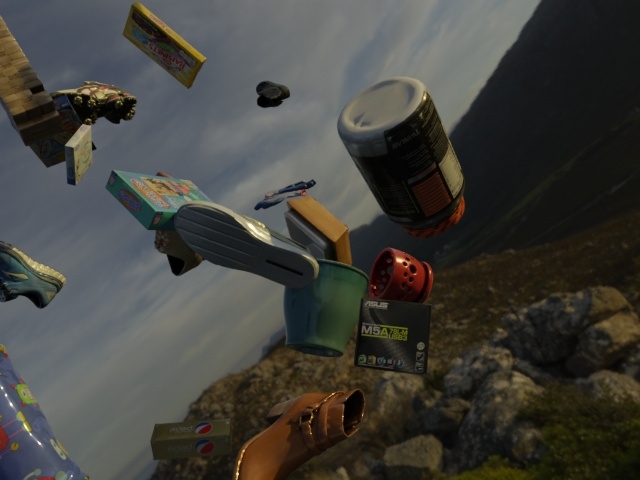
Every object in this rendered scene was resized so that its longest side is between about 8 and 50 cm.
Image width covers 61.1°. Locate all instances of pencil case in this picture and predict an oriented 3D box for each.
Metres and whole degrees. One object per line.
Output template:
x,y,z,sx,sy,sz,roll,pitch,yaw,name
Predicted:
-0.492,0.309,0.864,0.119,0.306,0.133,-37,-6,-6,pencil case

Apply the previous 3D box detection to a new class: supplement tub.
0.195,-0.172,1.210,0.207,0.338,0.207,-19,42,18,supplement tub

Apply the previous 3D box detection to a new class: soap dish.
0.000,0.000,1.832,0.118,0.229,0.291,-40,-28,-17,soap dish

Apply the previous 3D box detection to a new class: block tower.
-0.690,-0.373,1.194,0.097,0.335,0.091,-31,-14,-26,block tower

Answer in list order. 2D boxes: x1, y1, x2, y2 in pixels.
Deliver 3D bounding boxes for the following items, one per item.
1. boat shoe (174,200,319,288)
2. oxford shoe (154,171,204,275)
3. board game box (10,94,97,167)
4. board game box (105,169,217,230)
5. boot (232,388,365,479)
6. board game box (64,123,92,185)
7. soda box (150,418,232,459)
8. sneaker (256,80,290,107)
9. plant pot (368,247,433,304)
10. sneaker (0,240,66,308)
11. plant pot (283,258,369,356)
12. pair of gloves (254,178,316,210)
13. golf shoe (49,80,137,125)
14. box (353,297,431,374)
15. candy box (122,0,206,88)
-0.146,0.009,1.091,0.109,0.302,0.094,-61,9,12,boat shoe
-0.421,-0.031,1.590,0.146,0.140,0.397,-49,-28,-28,oxford shoe
-0.651,-0.264,1.335,0.136,0.035,0.201,-25,-17,-12,board game box
-0.316,-0.080,1.141,0.210,0.160,0.047,2,-58,-57,board game box
-0.033,0.406,1.052,0.220,0.109,0.283,-22,15,31,boot
-0.483,-0.172,1.086,0.090,0.020,0.090,-86,11,-52,board game box
-0.300,0.465,1.270,0.181,0.061,0.058,-3,23,-5,soda box
-0.152,-0.410,1.532,0.089,0.170,0.051,-36,-52,-30,sneaker
0.285,0.138,1.886,0.191,0.174,0.191,-163,90,-76,plant pot
-0.945,0.104,1.634,0.129,0.330,0.147,-10,53,42,sneaker
0.000,0.222,1.695,0.272,0.271,0.255,127,155,-68,plant pot
-0.097,-0.131,1.542,0.159,0.023,0.198,-13,16,19,pair of gloves
-0.654,-0.386,1.515,0.273,0.120,0.105,-16,-36,-53,golf shoe
0.191,0.251,1.427,0.045,0.190,0.184,65,-147,-71,box
-0.385,-0.476,1.332,0.105,0.206,0.027,-40,14,51,candy box
